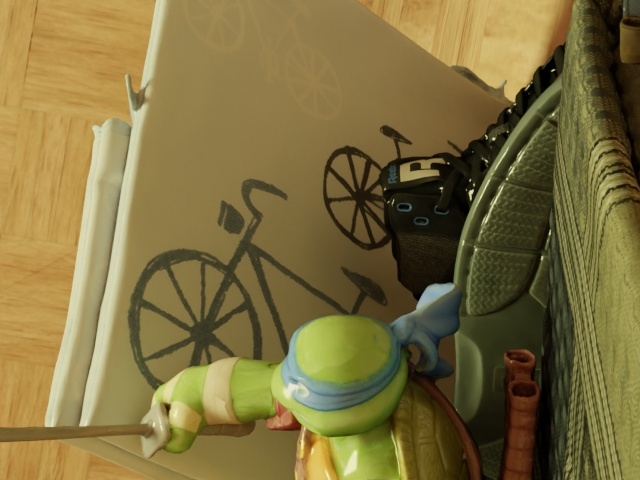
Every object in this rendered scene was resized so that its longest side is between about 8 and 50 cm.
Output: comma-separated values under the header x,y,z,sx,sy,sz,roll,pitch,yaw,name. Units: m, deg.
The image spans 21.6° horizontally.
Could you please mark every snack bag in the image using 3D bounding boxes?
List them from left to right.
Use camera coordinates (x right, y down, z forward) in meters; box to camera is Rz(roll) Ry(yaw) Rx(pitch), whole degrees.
x,y,z,sx,sy,sz,roll,pitch,yaw,name
0.000,0.000,0.945,0.037,0.323,0.343,-18,56,40,snack bag

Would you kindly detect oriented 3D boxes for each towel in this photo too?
x,y,z,sx,sy,sz,roll,pitch,yaw,name
0.115,0.113,0.596,0.324,0.056,0.312,-86,-5,-56,towel

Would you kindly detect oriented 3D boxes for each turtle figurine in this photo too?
x,y,z,sx,sy,sz,roll,pitch,yaw,name
-0.022,0.157,0.746,0.274,0.197,0.266,-45,-45,-20,turtle figurine

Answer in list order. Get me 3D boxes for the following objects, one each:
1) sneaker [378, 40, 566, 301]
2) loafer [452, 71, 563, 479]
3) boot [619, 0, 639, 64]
x,y,z,sx,sy,sz,roll,pitch,yaw,name
0.096,-0.044,0.879,0.079,0.121,0.217,-94,16,-56,sneaker
0.108,0.031,0.834,0.084,0.096,0.268,-84,4,-67,loafer
0.152,-0.142,0.601,0.082,0.106,0.219,80,-172,-46,boot
